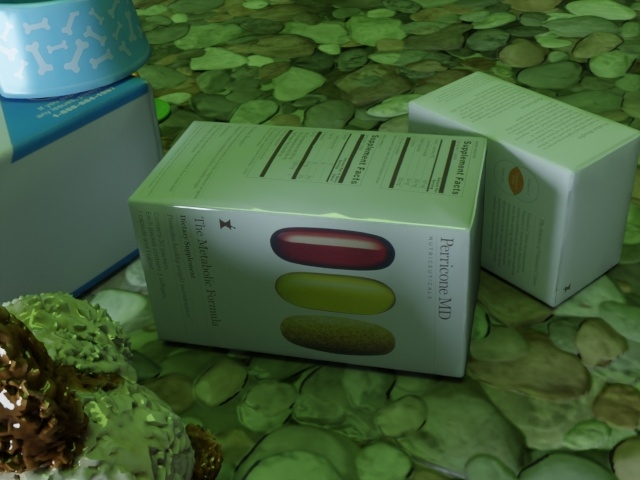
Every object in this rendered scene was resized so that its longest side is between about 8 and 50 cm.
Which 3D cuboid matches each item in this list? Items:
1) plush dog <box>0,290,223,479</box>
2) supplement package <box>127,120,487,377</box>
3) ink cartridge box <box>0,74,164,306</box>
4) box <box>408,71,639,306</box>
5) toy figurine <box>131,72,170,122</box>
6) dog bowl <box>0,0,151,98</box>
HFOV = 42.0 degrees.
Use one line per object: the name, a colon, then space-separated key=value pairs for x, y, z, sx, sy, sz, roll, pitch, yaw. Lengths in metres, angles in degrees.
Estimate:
plush dog: x=-0.180 y=0.113 z=0.478 sx=0.225 sy=0.262 sz=0.210 roll=5 pitch=69 yaw=29
supplement package: x=0.000 y=0.000 z=0.647 sx=0.244 sy=0.139 sz=0.134 roll=5 pitch=35 yaw=14
ink cartridge box: x=-0.379 y=-0.065 z=0.760 sx=0.395 sy=0.166 sz=0.285 roll=21 pitch=41 yaw=30
box: x=0.164 y=-0.049 z=0.704 sx=0.091 sy=0.130 sz=0.170 roll=-28 pitch=42 yaw=-30
toy figurine: x=-0.269 y=-0.203 z=0.949 sx=0.173 sy=0.159 sz=0.130 roll=-12 pitch=36 yaw=-11
dog bowl: x=-0.301 y=-0.193 z=0.730 sx=0.297 sy=0.074 sz=0.166 roll=3 pitch=34 yaw=8
